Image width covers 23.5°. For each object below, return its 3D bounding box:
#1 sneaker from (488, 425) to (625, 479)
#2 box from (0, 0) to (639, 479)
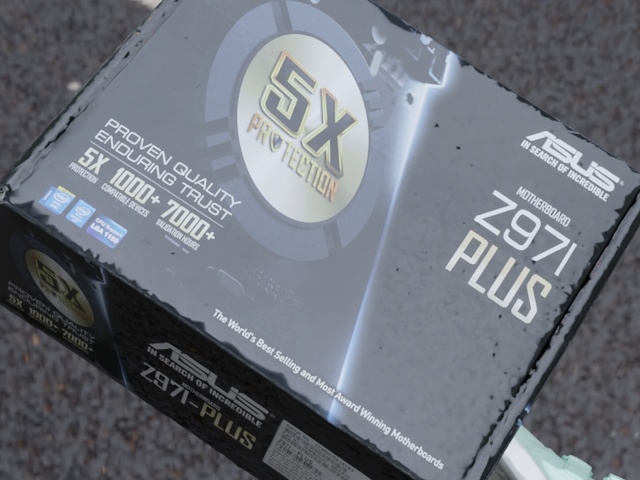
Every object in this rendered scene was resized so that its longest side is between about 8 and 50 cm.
[{"bbox_3d":[0.191,0.179,0.988,0.151,0.094,0.256,-27,64,-34],"label":"sneaker"},{"bbox_3d":[0.000,0.000,0.535,0.180,0.077,0.147,34,60,6],"label":"box"}]
